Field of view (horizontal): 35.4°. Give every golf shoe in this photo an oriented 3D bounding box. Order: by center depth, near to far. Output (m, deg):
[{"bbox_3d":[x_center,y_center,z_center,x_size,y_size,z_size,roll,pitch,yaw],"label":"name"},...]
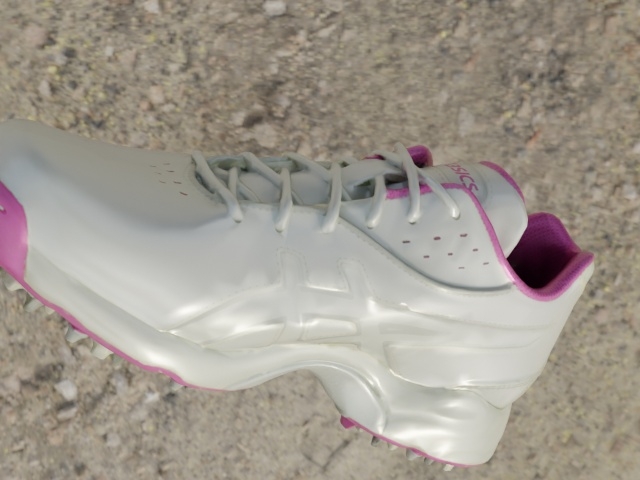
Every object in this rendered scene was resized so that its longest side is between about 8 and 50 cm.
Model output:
[{"bbox_3d":[0.000,0.000,0.431,0.306,0.115,0.140,24,112,-40],"label":"golf shoe"}]
